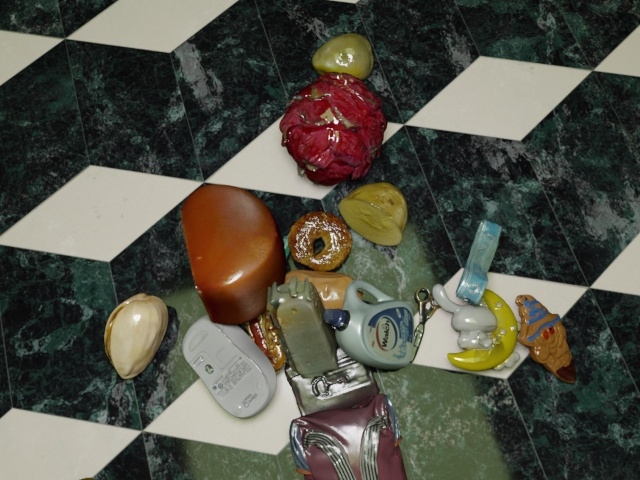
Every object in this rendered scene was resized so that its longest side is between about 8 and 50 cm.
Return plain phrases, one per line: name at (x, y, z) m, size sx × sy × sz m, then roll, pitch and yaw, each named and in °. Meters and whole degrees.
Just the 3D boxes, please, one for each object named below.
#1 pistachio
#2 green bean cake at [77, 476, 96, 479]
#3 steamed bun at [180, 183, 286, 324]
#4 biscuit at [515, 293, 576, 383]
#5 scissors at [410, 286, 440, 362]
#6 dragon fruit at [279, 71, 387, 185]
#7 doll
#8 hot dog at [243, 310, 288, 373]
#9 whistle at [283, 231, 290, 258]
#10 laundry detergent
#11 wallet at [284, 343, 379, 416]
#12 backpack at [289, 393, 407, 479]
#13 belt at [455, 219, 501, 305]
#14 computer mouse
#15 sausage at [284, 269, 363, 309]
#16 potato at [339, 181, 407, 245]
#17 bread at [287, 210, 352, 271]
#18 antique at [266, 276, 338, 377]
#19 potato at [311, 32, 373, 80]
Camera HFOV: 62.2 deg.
pistachio at (-0.511, 0.259, 1.463) m, size 0.157 × 0.157 × 0.230 m, roll 17°, pitch 86°, yaw 6°
green bean cake at (-0.613, 0.748, 1.315) m, size 0.233 × 0.124 × 0.236 m, roll -40°, pitch 76°, yaw -11°
steamed bun at (-0.223, 0.021, 1.437) m, size 0.248 × 0.235 × 0.379 m, roll -17°, pitch 48°, yaw -6°
biscuit at (0.622, 0.271, 1.459) m, size 0.183 × 0.043 × 0.280 m, roll -28°, pitch 84°, yaw -32°
scissors at (0.288, 0.243, 1.516) m, size 0.088 × 0.017 × 0.220 m, roll 20°, pitch 74°, yaw 3°
dragon fruit at (0.042, -0.327, 1.548) m, size 0.329 × 0.329 × 0.329 m, roll 0°, pitch 73°, yaw 1°
doll at (0.435, 0.241, 1.466) m, size 0.252 × 0.111 × 0.237 m, roll 3°, pitch 73°, yaw -5°
hot dog at (-0.153, 0.249, 1.480) m, size 0.131 × 0.069 × 0.253 m, roll -26°, pitch 73°, yaw 26°
whistle at (-0.123, 0.061, 1.567) m, size 0.039 × 0.039 × 0.186 m, roll 22°, pitch 74°, yaw 7°
laundry detergent at (0.124, 0.216, 1.403) m, size 0.280 × 0.105 × 0.215 m, roll 26°, pitch 59°, yaw -32°
wallet at (0.029, 0.383, 1.461) m, size 0.229 × 0.049 × 0.182 m, roll -21°, pitch 77°, yaw -4°
backpack at (0.084, 0.569, 1.323) m, size 0.283 × 0.197 × 0.317 m, roll -14°, pitch 74°, yaw -5°
belt at (0.450, 0.053, 1.490) m, size 0.072 × 0.087 × 0.302 m, roll 21°, pitch 51°, yaw 12°
computer mouse at (-0.243, 0.335, 1.439) m, size 0.297 × 0.121 × 0.184 m, roll 41°, pitch 98°, yaw 9°
sausage at (0.001, 0.150, 1.490) m, size 0.241 × 0.120 × 0.136 m, roll 8°, pitch 62°, yaw -4°
potato at (0.174, -0.101, 1.556) m, size 0.203 × 0.178 × 0.158 m, roll 19°, pitch 57°, yaw 21°
bread at (0.000, 0.000, 1.558) m, size 0.193 × 0.064 × 0.193 m, roll 3°, pitch 76°, yaw -10°
antique at (-0.047, 0.213, 1.372) m, size 0.125 × 0.284 × 0.150 m, roll -14°, pitch 39°, yaw 8°
potato at (0.071, -0.587, 1.721) m, size 0.193 × 0.157 × 0.157 m, roll -3°, pitch 72°, yaw 13°
